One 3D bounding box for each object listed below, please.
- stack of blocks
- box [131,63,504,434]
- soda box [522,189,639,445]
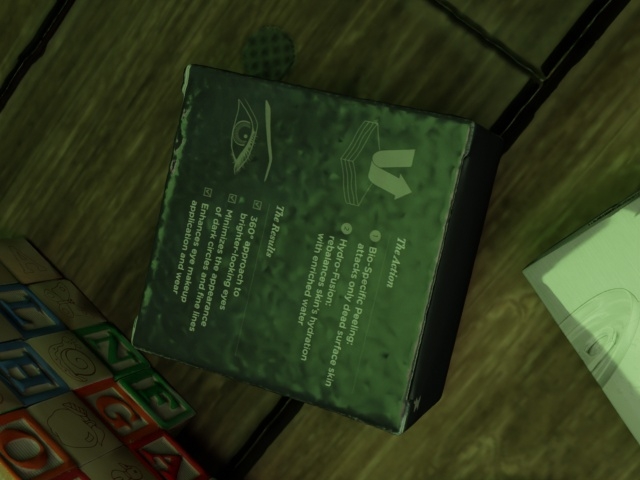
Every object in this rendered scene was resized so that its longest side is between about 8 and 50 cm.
[{"bbox_3d":[-0.147,0.129,0.495,0.297,0.171,0.087,42,104,13],"label":"stack of blocks"},{"bbox_3d":[0.000,0.000,0.479,0.158,0.093,0.155,15,96,20],"label":"box"},{"bbox_3d":[0.213,0.105,0.405,0.091,0.098,0.286,-35,81,17],"label":"soda box"}]
